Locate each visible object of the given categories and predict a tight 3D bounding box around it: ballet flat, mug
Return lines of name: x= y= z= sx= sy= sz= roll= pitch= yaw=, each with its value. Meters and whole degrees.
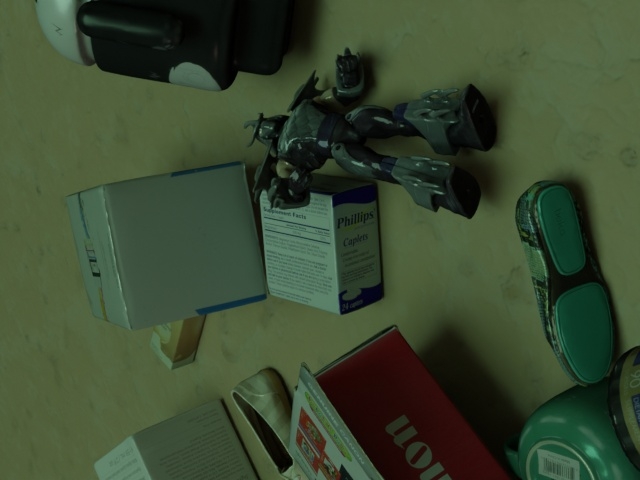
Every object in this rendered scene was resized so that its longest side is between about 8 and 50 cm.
ballet flat: x=0.219 y=0.037 z=0.905 sx=0.070 sy=0.070 sz=0.188 roll=-7 pitch=96 yaw=49
mug: x=0.237 y=0.206 z=0.903 sx=0.129 sy=0.097 sz=0.158 roll=54 pitch=136 yaw=21

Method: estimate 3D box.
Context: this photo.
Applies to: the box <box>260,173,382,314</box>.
box: x=0.000 y=0.000 z=1.119 sx=0.126 sy=0.072 sz=0.137 roll=12 pitch=113 yaw=46

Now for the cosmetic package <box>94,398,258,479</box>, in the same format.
cosmetic package: x=-0.193 y=0.348 z=1.393 sx=0.151 sy=0.151 sz=0.183 roll=-41 pitch=72 yaw=48

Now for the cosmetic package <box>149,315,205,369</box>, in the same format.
cosmetic package: x=-0.201 y=0.120 z=1.410 sx=0.060 sy=0.041 sz=0.115 roll=42 pitch=131 yaw=32

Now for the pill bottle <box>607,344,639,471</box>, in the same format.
pill bottle: x=0.335 y=0.108 z=0.740 sx=0.219 sy=0.123 sz=0.123 roll=-34 pitch=77 yaw=48

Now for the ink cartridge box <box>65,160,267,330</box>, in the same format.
ink cartridge box: x=-0.194 y=0.005 z=1.220 sx=0.233 sy=0.171 sz=0.168 roll=180 pitch=79 yaw=-67

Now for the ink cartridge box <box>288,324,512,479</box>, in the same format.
ink cartridge box: x=0.106 y=0.255 z=0.970 sx=0.309 sy=0.130 sz=0.272 roll=53 pitch=161 yaw=22

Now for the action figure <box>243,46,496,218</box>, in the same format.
action figure: x=0.032 y=-0.105 z=1.005 sx=0.285 sy=0.099 sz=0.185 roll=11 pitch=77 yaw=35

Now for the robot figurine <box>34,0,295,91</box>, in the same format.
robot figurine: x=-0.170 y=-0.262 z=1.092 sx=0.209 sy=0.278 sz=0.173 roll=95 pitch=-174 yaw=-79

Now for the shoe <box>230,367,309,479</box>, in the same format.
shoe: x=-0.045 y=0.270 z=1.271 sx=0.219 sy=0.058 sz=0.076 roll=60 pitch=138 yaw=16
